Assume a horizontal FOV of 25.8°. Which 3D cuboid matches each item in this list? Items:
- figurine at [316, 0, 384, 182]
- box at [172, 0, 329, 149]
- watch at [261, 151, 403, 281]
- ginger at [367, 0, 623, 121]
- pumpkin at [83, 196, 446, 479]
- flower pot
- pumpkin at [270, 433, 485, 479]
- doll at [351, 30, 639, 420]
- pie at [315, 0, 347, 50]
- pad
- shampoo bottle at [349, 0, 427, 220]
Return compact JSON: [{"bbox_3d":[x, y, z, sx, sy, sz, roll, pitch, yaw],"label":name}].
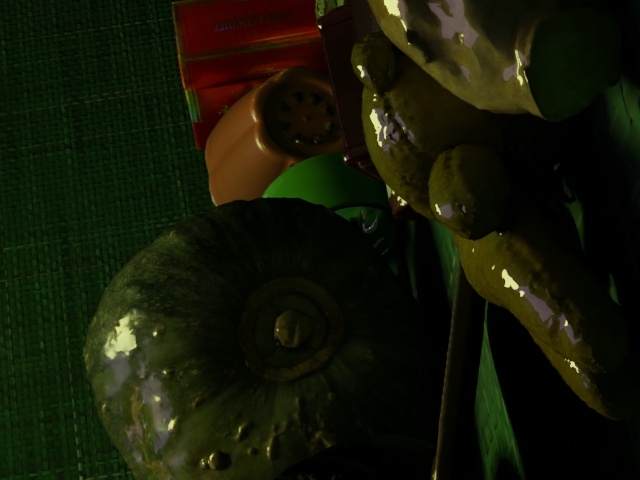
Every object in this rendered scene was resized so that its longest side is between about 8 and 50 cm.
[{"bbox_3d":[0.056,-0.117,1.016,0.098,0.082,0.154,43,-146,-63],"label":"figurine"},{"bbox_3d":[-0.086,-0.226,1.865,0.313,0.197,0.089,91,170,-72],"label":"box"},{"bbox_3d":[0.000,0.000,1.366,0.152,0.165,0.131,57,-169,-56],"label":"watch"},{"bbox_3d":[0.032,-0.249,0.608,0.363,0.122,0.348,-131,39,-64],"label":"ginger"},{"bbox_3d":[-0.040,0.135,1.212,0.257,0.291,0.327,97,149,-69],"label":"pumpkin"},{"bbox_3d":[-0.034,-0.114,1.637,0.173,0.191,0.190,122,140,-67],"label":"flower pot"},{"bbox_3d":[0.021,0.249,0.991,0.216,0.250,0.250,43,151,39],"label":"pumpkin"},{"bbox_3d":[0.094,-0.018,0.628,0.137,0.097,0.209,32,-158,-52],"label":"doll"},{"bbox_3d":[0.021,-0.249,1.298,0.240,0.054,0.240,169,90,-87],"label":"pie"},{"bbox_3d":[0.080,0.093,0.796,0.284,0.018,0.286,85,-168,-52],"label":"pad"},{"bbox_3d":[0.058,-0.130,0.929,0.068,0.067,0.236,121,142,-69],"label":"shampoo bottle"}]
